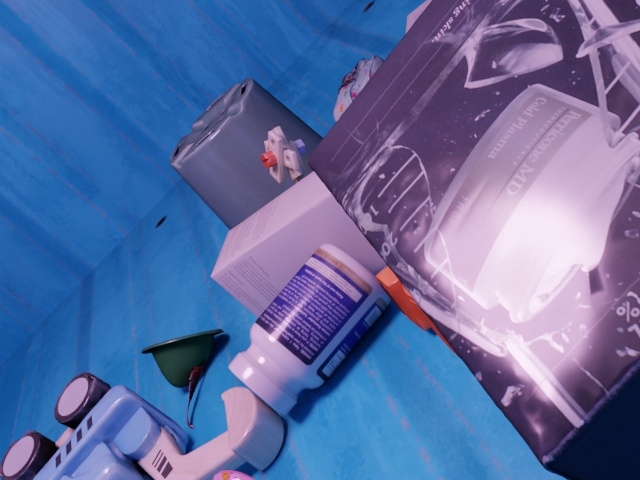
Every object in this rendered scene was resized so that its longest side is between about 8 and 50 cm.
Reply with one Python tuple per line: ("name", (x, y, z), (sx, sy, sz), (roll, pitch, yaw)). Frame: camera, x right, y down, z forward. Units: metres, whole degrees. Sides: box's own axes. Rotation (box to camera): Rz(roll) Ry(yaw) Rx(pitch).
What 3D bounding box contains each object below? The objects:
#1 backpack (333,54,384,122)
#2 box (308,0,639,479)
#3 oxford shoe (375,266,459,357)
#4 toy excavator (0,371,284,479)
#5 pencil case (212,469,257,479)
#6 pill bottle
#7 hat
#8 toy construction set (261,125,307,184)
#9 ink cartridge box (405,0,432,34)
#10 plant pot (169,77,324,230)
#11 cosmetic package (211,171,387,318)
("backpack", (0.121, -0.301, 2.005), (0.144, 0.166, 0.188), (-36, 24, 50))
("box", (0.307, -0.087, 0.842), (0.480, 0.297, 0.472), (-51, 40, 13))
("oxford shoe", (0.194, 0.071, 1.268), (0.133, 0.130, 0.364), (-40, 22, -5))
("toy excavator", (-0.301, 0.391, 1.585), (0.433, 0.222, 0.445), (-50, 35, -8))
("pencil case", (-0.150, 0.459, 1.230), (0.124, 0.124, 0.284), (-21, 35, 48))
("pill bottle", (-0.020, 0.147, 1.492), (0.264, 0.153, 0.153), (-49, 21, -8))
("hat", (-0.274, 0.295, 1.893), (0.173, 0.183, 0.208), (-22, -10, 35))
("toy construction set", (0.044, -0.149, 1.754), (0.215, 0.328, 0.151), (108, 146, -56))
("ink cartridge box", (0.295, -0.371, 1.756), (0.197, 0.198, 0.270), (-35, 24, 29))
("plant pot", (-0.120, -0.148, 1.959), (0.341, 0.334, 0.341), (-38, 22, 19))
("cosmetic package", (0.000, 0.000, 1.661), (0.365, 0.197, 0.155), (-33, 24, 29))
